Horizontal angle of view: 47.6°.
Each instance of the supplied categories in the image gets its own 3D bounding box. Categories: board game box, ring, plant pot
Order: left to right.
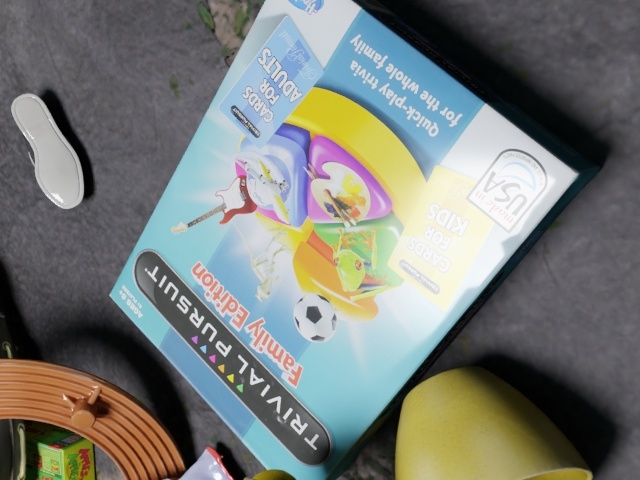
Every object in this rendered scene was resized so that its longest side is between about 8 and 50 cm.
[{"bbox_3d":[-0.292,0.263,0.687,0.336,0.032,0.337,-4,114,-10],"label":"ring"},{"bbox_3d":[-0.337,0.256,0.830,0.181,0.043,0.092,4,100,30],"label":"board game box"},{"bbox_3d":[0.000,0.000,0.569,0.254,0.079,0.336,43,116,18],"label":"board game box"},{"bbox_3d":[0.107,0.147,0.513,0.134,0.134,0.095,-42,49,29],"label":"plant pot"}]

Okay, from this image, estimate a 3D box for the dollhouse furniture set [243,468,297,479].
[{"bbox_3d":[0.044,0.330,0.466,0.286,0.198,0.304,12,73,7],"label":"dollhouse furniture set"}]

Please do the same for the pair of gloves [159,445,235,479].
[{"bbox_3d":[-0.109,0.297,0.651,0.198,0.159,0.023,48,162,13],"label":"pair of gloves"}]

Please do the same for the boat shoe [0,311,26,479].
[{"bbox_3d":[-0.385,0.143,0.795,0.109,0.091,0.305,-26,63,16],"label":"boat shoe"}]

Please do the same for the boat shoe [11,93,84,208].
[{"bbox_3d":[-0.276,-0.088,0.743,0.046,0.038,0.125,-29,87,-11],"label":"boat shoe"}]
